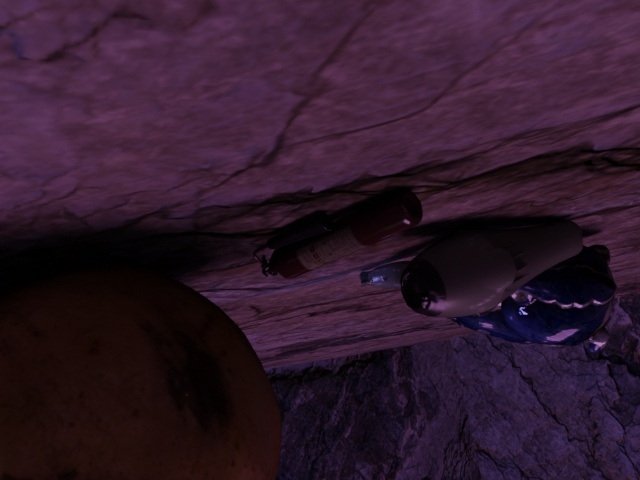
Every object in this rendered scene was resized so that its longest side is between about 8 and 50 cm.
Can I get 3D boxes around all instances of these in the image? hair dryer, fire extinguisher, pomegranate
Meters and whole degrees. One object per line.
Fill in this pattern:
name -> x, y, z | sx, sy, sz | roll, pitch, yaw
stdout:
hair dryer -> 0.168, 0.024, 0.764 | 0.219, 0.088, 0.225 | -13, -178, -10
fire extinguisher -> 0.000, 0.000, 0.562 | 0.173, 0.035, 0.049 | -25, 165, 39
pomegranate -> -0.178, 0.164, 0.553 | 0.322, 0.322, 0.322 | -10, 168, -2

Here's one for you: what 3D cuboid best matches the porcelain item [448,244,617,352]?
porcelain item -> 0.272, 0.073, 0.963 | 0.186, 0.138, 0.288 | 6, 172, 1
